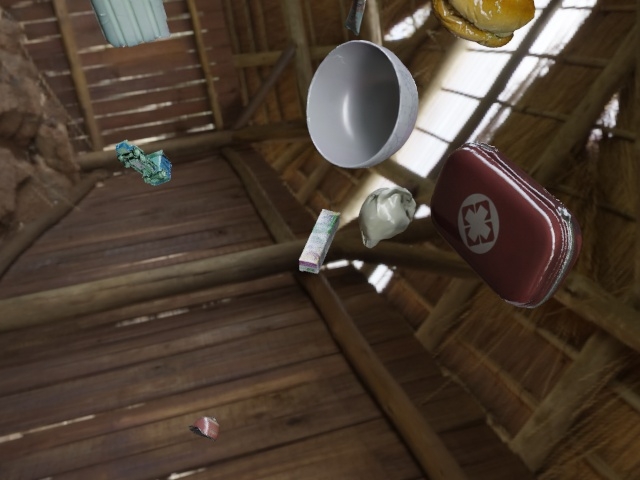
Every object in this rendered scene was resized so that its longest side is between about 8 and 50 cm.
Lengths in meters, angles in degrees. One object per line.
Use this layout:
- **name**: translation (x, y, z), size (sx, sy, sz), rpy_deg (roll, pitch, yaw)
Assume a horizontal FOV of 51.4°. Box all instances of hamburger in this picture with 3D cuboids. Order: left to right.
- **hamburger**: translation (0.404, -0.645, 1.696), size (0.170, 0.314, 0.289), rpy_deg (-42, -132, 51)

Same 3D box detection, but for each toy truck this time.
- **toy truck**: translation (-0.474, -0.221, 1.775), size (0.175, 0.067, 0.081), rpy_deg (41, 39, -52)

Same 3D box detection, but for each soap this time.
- **soap**: translation (-0.435, -0.558, 1.452), size (0.261, 0.150, 0.094), rpy_deg (85, -13, -56)

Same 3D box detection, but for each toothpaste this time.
- **toothpaste**: translation (0.110, -0.701, 2.029), size (0.056, 0.036, 0.205), rpy_deg (40, -17, 6)

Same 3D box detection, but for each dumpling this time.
- **dumpling**: translation (0.193, -0.075, 1.905), size (0.132, 0.162, 0.250), rpy_deg (59, -26, 31)

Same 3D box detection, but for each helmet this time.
- **helmet**: translation (-0.277, 0.451, 1.615), size (0.084, 0.049, 0.065), rpy_deg (3, -33, 44)

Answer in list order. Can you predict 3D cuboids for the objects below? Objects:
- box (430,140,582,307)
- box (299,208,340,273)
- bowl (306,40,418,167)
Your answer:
- **box**: translation (0.388, -0.041, 1.460), size (0.404, 0.108, 0.263), rpy_deg (54, -40, 44)
- **box**: translation (0.000, 0.000, 1.736), size (0.041, 0.050, 0.207), rpy_deg (88, 19, -45)
- **bowl**: translation (0.115, -0.309, 1.553), size (0.287, 0.144, 0.286), rpy_deg (3, -85, 43)
